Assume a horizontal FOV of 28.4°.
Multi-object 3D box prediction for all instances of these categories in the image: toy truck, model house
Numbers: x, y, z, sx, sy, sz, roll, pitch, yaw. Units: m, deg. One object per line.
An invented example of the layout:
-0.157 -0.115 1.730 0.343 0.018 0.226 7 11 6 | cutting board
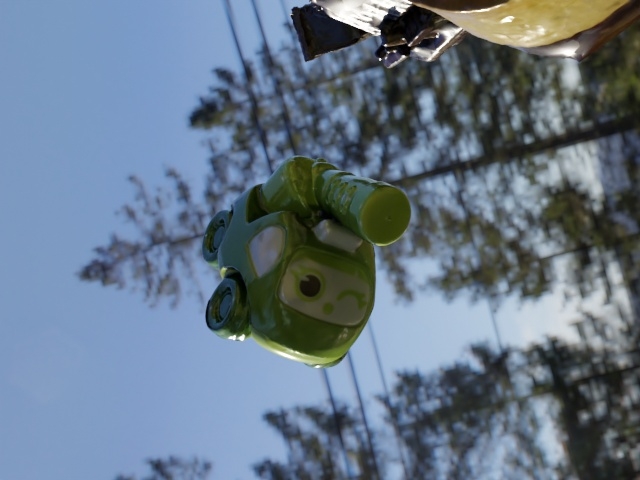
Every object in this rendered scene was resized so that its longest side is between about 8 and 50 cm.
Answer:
-0.011 0.001 1.194 0.148 0.210 0.187 20 -159 -28 | toy truck
0.060 -0.232 1.276 0.141 0.164 0.203 59 152 10 | model house

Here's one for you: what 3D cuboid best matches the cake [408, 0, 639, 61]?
0.099 -0.211 0.697 0.208 0.185 0.178 33 -167 29 | cake
